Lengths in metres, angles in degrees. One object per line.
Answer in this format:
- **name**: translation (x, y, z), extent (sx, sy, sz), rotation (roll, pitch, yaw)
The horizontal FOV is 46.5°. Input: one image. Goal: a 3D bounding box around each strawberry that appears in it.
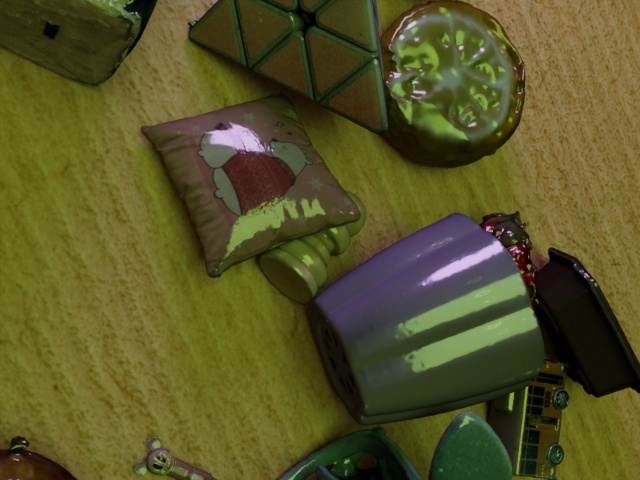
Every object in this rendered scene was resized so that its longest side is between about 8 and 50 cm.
- **strawberry**: translation (0.266, 0.077, 1.139), extent (0.111, 0.190, 0.236), rotation (-9, 112, 6)

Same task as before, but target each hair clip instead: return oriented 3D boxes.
- **hair clip**: translation (0.118, 0.405, 0.972), extent (0.392, 0.238, 0.318), rotation (-34, 100, -23)

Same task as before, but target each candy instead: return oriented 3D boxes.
- **candy**: translation (0.193, -0.240, 1.141), extent (0.260, 0.118, 0.259), rotation (3, 82, -23)

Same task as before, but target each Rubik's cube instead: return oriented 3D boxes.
- **Rubik's cube**: translation (0.002, -0.306, 0.999), extent (0.233, 0.229, 0.228), rotation (31, 88, -35)

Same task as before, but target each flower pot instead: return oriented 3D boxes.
- **flower pot**: translation (0.126, 0.123, 1.021), extent (0.243, 0.265, 0.264), rotation (-20, 94, -12)
- **flower pot**: translation (0.410, 0.143, 1.193), extent (0.084, 0.179, 0.250), rotation (-30, 99, 1)

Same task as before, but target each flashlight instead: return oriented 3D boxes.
- **flashlight**: translation (-0.181, 0.297, 0.958), extent (0.110, 0.031, 0.052), rotation (32, 72, -19)

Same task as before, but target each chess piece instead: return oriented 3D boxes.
- **chess piece**: translation (0.000, 0.000, 1.050), extent (0.094, 0.094, 0.170), rotation (49, 60, -13)

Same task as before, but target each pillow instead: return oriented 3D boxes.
- **pillow**: translation (-0.093, -0.086, 0.991), extent (0.223, 0.084, 0.236), rotation (-24, 73, -21)

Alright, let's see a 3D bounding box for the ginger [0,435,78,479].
- **ginger**: translation (-0.424, 0.320, 0.763), extent (0.419, 0.254, 0.176), rotation (3, 124, -14)

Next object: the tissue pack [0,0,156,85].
- **tissue pack**: translation (-0.269, -0.434, 0.859), extent (0.253, 0.264, 0.416), rotation (23, 76, -21)

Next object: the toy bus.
- **toy bus**: translation (0.319, 0.272, 1.166), extent (0.103, 0.091, 0.181), rotation (12, 82, -24)
